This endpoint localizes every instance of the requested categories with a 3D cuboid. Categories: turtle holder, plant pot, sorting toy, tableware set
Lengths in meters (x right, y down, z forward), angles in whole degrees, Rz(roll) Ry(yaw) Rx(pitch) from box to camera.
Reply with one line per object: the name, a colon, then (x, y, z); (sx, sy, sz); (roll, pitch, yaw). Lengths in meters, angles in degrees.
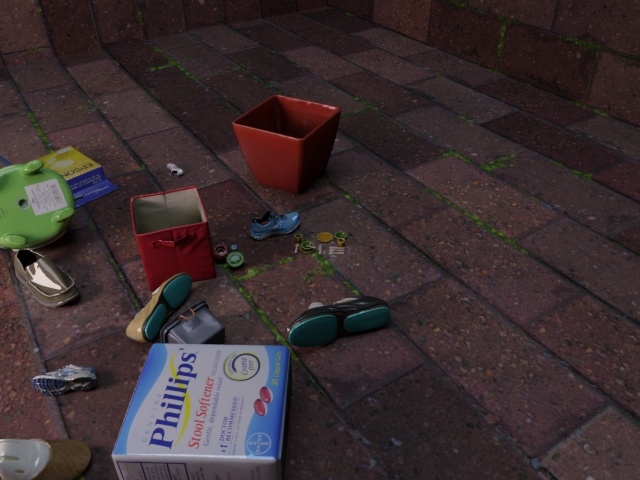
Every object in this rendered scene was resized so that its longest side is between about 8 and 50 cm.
turtle holder: (-0.859, -0.063, 1.588); (0.243, 0.227, 0.320); (41, 67, -13)
plant pot: (-0.103, -0.313, 1.886); (0.267, 0.235, 0.267); (17, 41, 24)
sorting toy: (-0.255, 0.046, 1.580); (0.102, 0.042, 0.061); (30, 61, 18)
tableware set: (0.000, 0.000, 1.642); (0.154, 0.024, 0.104); (1, 37, 4)

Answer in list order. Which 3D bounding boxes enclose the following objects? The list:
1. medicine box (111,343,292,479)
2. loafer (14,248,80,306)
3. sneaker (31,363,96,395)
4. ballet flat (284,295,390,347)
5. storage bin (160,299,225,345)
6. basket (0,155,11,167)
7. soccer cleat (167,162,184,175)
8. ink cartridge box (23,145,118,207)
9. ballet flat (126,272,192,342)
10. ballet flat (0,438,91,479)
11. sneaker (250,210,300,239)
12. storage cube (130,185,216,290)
medicine box: (-0.208, 0.346, 1.083); (0.289, 0.149, 0.263); (1, 37, 1)
loafer: (-0.735, 0.094, 1.479); (0.251, 0.087, 0.094); (22, 43, 28)
sneaker: (-0.562, 0.304, 1.237); (0.135, 0.052, 0.058); (1, 26, -10)
ballet flat: (0.032, 0.189, 1.345); (0.280, 0.095, 0.096); (-7, 26, -25)
storage bin: (-0.291, 0.215, 1.313); (0.091, 0.098, 0.135); (34, 48, 24)
basket: (-1.067, -0.166, 1.678); (0.201, 0.255, 0.289); (6, 68, 14)
soccer cleat: (-0.519, -0.251, 1.983); (0.083, 0.029, 0.036); (27, 41, 26)
ink cartridge box: (-0.899, -0.195, 1.886); (0.307, 0.072, 0.304); (26, 44, 34)
ballet flat: (-0.405, 0.158, 1.400); (0.073, 0.080, 0.232); (-3, 33, 23)
ballet flat: (-0.604, 0.422, 1.009); (0.342, 0.124, 0.116); (-12, 40, -15)
sneaker: (-0.133, -0.056, 1.678); (0.162, 0.073, 0.063); (-20, 41, -23)
storage cube: (-0.398, -0.006, 1.518); (0.184, 0.193, 0.215); (-12, 39, -15)
